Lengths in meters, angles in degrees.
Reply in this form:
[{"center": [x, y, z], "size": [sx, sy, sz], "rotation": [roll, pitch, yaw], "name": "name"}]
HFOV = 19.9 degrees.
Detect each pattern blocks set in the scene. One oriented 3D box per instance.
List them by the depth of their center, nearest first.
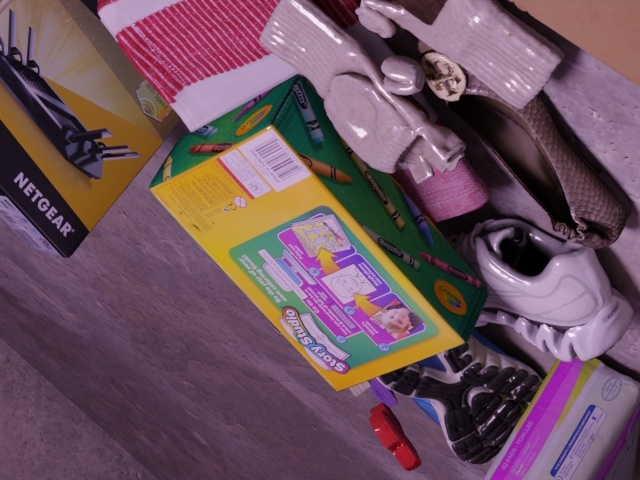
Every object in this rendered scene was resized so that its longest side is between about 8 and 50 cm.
[{"center": [-0.001, 0.080, 1.990], "size": [0.325, 0.026, 0.285], "rotation": [52, -171, -29], "name": "pattern blocks set"}]

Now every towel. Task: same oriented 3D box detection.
[{"center": [-0.026, -0.126, 1.635], "size": [0.237, 0.037, 0.329], "rotation": [-17, 122, 37], "name": "towel"}]

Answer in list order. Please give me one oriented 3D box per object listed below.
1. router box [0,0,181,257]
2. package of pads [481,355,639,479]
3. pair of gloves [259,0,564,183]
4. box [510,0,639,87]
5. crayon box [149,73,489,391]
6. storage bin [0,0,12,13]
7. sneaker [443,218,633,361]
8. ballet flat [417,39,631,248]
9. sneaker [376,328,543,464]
[{"center": [-0.285, -0.173, 1.800], "size": [0.081, 0.243, 0.309], "rotation": [12, 149, 49], "name": "router box"}, {"center": [0.244, 0.264, 1.906], "size": [0.101, 0.229, 0.296], "rotation": [26, 156, 20], "name": "package of pads"}, {"center": [0.062, -0.150, 1.478], "size": [0.204, 0.042, 0.240], "rotation": [46, 143, -3], "name": "pair of gloves"}, {"center": [0.205, -0.190, 1.287], "size": [0.164, 0.021, 0.201], "rotation": [35, 159, 6], "name": "box"}, {"center": [0.000, 0.000, 1.655], "size": [0.165, 0.081, 0.278], "rotation": [-24, 116, 40], "name": "crayon box"}, {"center": [-0.246, -0.356, 1.319], "size": [0.123, 0.262, 0.260], "rotation": [24, 156, 36], "name": "storage bin"}, {"center": [0.155, 0.027, 1.737], "size": [0.292, 0.110, 0.118], "rotation": [7, 138, 39], "name": "sneaker"}, {"center": [0.166, -0.080, 1.532], "size": [0.250, 0.058, 0.084], "rotation": [45, 157, -21], "name": "ballet flat"}, {"center": [0.131, 0.123, 1.972], "size": [0.330, 0.130, 0.147], "rotation": [46, -175, -44], "name": "sneaker"}]
